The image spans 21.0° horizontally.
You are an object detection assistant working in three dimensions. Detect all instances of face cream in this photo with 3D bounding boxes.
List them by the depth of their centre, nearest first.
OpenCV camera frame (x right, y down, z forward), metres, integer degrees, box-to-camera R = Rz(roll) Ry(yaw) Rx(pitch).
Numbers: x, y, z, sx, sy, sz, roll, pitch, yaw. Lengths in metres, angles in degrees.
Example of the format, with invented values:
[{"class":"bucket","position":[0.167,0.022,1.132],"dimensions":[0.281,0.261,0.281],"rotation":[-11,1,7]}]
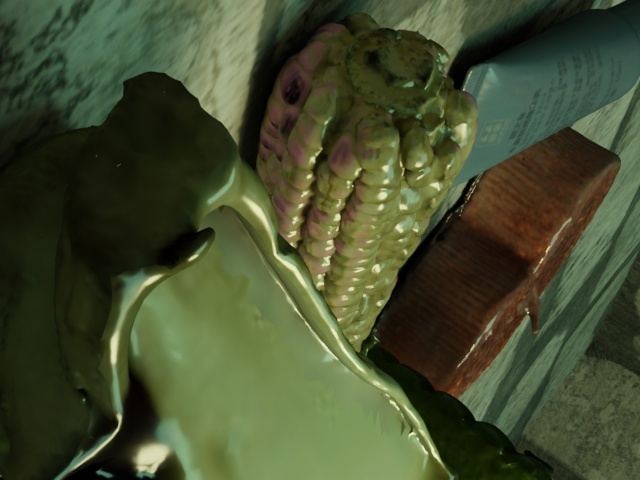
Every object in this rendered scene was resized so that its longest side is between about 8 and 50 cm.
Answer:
[{"class":"face cream","position":[0.203,-0.140,1.512],"dimensions":[0.385,0.086,0.136],"rotation":[-29,148,-50]}]

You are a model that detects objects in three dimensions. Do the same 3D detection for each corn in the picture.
[{"class":"corn","position":[-0.001,-0.002,1.093],"dimensions":[0.126,0.126,0.335],"rotation":[-44,166,-38]}]

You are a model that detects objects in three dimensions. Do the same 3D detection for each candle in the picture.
[{"class":"candle","position":[0.180,0.042,1.753],"dimensions":[0.317,0.131,0.287],"rotation":[-51,168,-14]}]

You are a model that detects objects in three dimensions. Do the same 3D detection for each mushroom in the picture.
[{"class":"mushroom","position":[-0.095,0.082,0.759],"dimensions":[0.217,0.212,0.292],"rotation":[-47,149,-14]}]

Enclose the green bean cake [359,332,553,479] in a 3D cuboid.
[{"class":"green bean cake","position":[0.048,0.236,1.490],"dimensions":[0.247,0.250,0.156],"rotation":[-54,164,-3]}]
